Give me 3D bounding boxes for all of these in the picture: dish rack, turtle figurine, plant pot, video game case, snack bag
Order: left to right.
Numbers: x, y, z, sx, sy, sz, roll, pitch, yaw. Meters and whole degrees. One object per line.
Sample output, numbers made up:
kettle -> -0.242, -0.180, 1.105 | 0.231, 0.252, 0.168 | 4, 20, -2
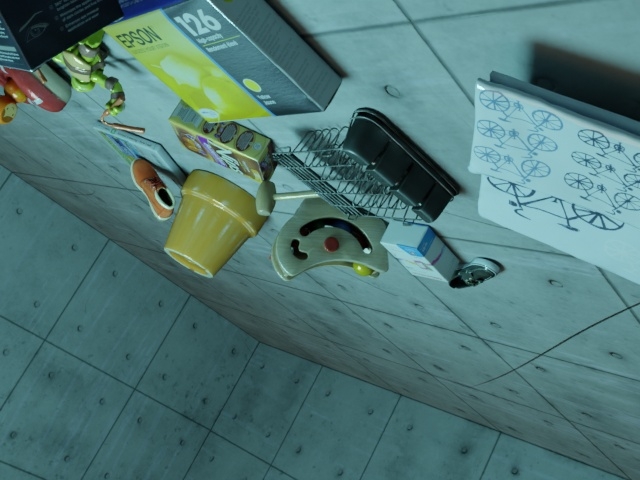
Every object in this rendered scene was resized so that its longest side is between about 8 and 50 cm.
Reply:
turtle figurine -> -0.399, -0.306, 1.300 | 0.269, 0.087, 0.217 | 37, 157, 2
video game case -> -0.409, -0.192, 1.796 | 0.193, 0.023, 0.212 | 22, 164, 23
plant pot -> -0.253, -0.026, 1.734 | 0.205, 0.188, 0.205 | 27, 164, 8
dish rack -> 0.055, -0.103, 1.182 | 0.208, 0.074, 0.271 | 39, 163, -27
snack bag -> 0.317, -0.037, 0.861 | 0.323, 0.037, 0.342 | 25, 164, 17

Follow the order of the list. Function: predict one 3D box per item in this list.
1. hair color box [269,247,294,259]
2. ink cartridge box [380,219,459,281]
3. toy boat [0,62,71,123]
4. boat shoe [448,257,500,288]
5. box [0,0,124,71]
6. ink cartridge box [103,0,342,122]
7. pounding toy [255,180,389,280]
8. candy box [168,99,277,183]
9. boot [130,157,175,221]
hair color box -> -0.078, 0.009, 1.760 | 0.043, 0.072, 0.141 | 30, 164, -3
ink cartridge box -> 0.181, 0.020, 1.378 | 0.088, 0.052, 0.122 | 12, 158, 47
toy boat -> -0.632, -0.307, 1.581 | 0.231, 0.151, 0.151 | 15, 160, 41
boat shoe -> 0.275, 0.064, 1.371 | 0.049, 0.040, 0.142 | 32, 164, -10
box -> -0.363, -0.324, 0.969 | 0.093, 0.156, 0.158 | 17, 139, 40
ink cartridge box -> -0.170, -0.279, 1.026 | 0.307, 0.072, 0.303 | 37, 163, -34
pounding toy -> 0.000, 0.000, 1.375 | 0.269, 0.154, 0.155 | 18, 166, -7
candy box -> -0.174, -0.176, 1.380 | 0.186, 0.053, 0.109 | 24, 164, 12
boot -> -0.376, -0.126, 1.730 | 0.158, 0.059, 0.084 | 58, 154, 3
